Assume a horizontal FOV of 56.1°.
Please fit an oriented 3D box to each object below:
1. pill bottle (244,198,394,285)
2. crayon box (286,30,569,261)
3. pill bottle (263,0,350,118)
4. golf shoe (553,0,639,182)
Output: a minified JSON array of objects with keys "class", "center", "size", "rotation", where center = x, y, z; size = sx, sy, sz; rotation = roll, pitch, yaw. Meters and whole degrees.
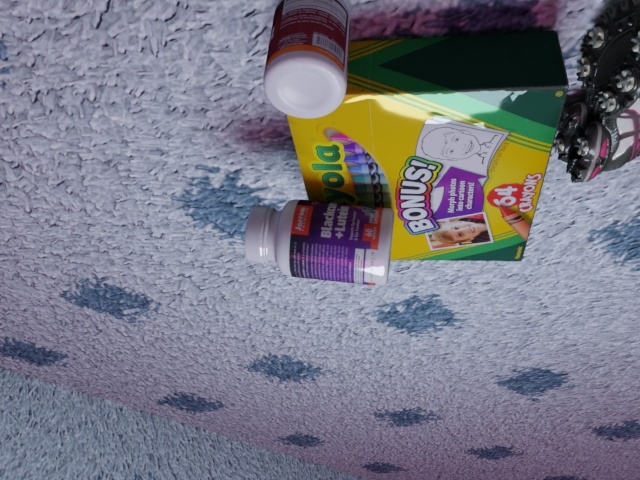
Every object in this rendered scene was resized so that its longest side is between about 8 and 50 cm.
[{"class":"pill bottle","center":[0.000,0.000,0.822],"size":[0.193,0.108,0.108],"rotation":[5,147,7]},{"class":"crayon box","center":[0.137,-0.102,0.831],"size":[0.313,0.106,0.363],"rotation":[-1,146,9]},{"class":"pill bottle","center":[-0.011,-0.212,0.641],"size":[0.086,0.152,0.086],"rotation":[3,147,2]},{"class":"golf shoe","center":[0.369,-0.181,0.713],"size":[0.120,0.105,0.273],"rotation":[-12,152,-3]}]
